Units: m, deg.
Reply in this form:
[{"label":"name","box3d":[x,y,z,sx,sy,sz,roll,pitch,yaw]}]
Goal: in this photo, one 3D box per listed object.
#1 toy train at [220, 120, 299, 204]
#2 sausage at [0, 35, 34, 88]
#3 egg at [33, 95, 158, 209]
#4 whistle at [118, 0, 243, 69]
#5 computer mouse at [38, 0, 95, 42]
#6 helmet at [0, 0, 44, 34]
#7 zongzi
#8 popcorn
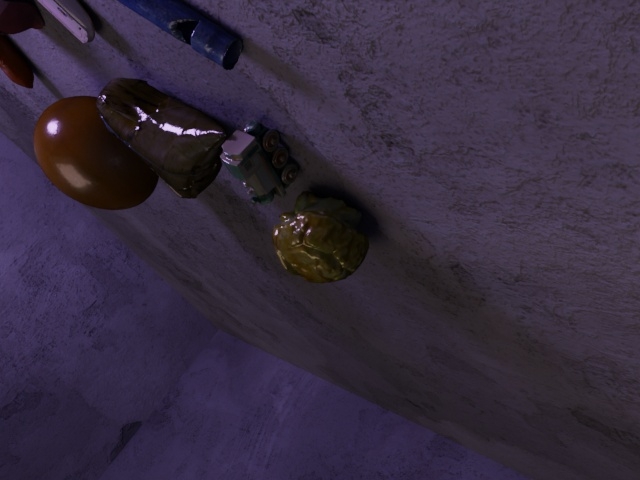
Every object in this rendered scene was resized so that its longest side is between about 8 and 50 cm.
[{"label":"toy train","box3d":[-0.124,-0.154,1.319,0.081,0.125,0.194,29,159,36]},{"label":"sausage","box3d":[-0.974,-0.580,1.926,0.089,0.083,0.300,15,154,36]},{"label":"egg","box3d":[-0.609,-0.236,1.753,0.351,0.282,0.283,43,160,-18]},{"label":"whistle","box3d":[-0.272,-0.399,1.116,0.304,0.062,0.062,34,161,10]},{"label":"computer mouse","box3d":[-0.569,-0.519,1.392,0.199,0.044,0.102,44,159,-17]},{"label":"helmet","box3d":[-0.812,-0.581,1.535,0.198,0.154,0.253,29,154,22]},{"label":"zongzi","box3d":[-0.344,-0.265,1.397,0.323,0.160,0.360,39,162,-8]},{"label":"popcorn","box3d":[0.000,0.000,1.375,0.204,0.183,0.221,42,160,-30]}]
